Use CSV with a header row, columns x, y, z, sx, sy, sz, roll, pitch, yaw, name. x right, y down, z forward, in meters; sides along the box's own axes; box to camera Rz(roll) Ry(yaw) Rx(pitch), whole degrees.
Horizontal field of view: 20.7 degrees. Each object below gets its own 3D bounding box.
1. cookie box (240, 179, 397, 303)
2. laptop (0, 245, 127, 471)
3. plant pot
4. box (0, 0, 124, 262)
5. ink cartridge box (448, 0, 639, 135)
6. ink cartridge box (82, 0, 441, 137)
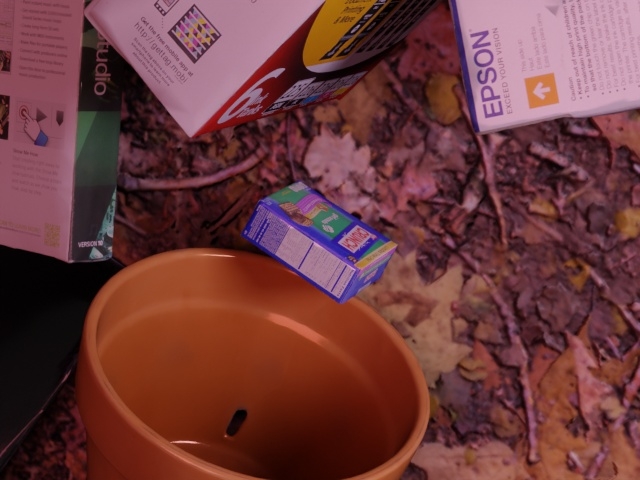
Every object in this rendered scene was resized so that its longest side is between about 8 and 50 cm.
x,y,z,sx,sy,sz,roll,pitch,yaw,name
0.000,0.000,1.497,0.107,0.092,0.040,34,113,12,cookie box
-0.428,0.122,1.728,0.382,0.236,0.408,35,139,13,laptop
-0.075,0.174,1.475,0.291,0.291,0.203,29,125,14,plant pot
-0.268,-0.156,1.529,0.232,0.058,0.322,12,102,38,box
0.242,-0.261,1.231,0.330,0.071,0.324,-10,90,23,ink cartridge box
0.012,-0.227,1.331,0.272,0.309,0.130,-44,83,23,ink cartridge box
